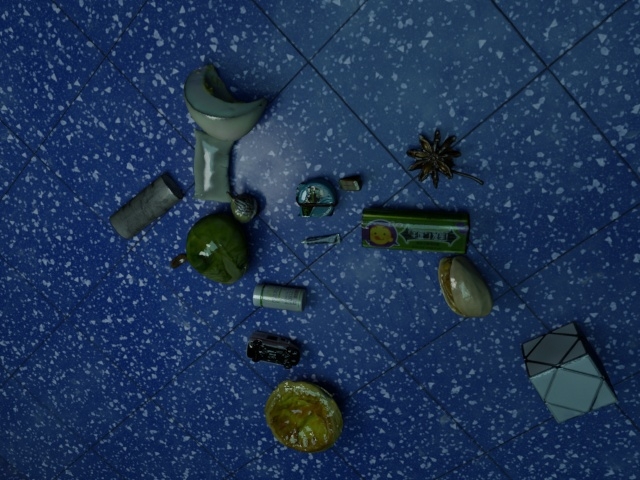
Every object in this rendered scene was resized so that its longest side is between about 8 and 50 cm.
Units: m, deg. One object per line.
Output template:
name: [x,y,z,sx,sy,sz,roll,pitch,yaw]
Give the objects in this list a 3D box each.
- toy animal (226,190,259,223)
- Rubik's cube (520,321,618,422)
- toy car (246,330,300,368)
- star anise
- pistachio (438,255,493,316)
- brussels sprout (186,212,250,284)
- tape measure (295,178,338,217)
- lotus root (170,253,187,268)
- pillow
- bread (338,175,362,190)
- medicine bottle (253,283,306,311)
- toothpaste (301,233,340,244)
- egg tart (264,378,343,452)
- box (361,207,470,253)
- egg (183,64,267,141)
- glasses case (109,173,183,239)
toy animal: [-0.265,-0.125,1.864,0.098,0.098,0.137,-9,128,17]
Rubik's cube: [0.808,0.430,1.771,0.207,0.205,0.205,-30,102,21]
toy car: [-0.174,0.412,2.058,0.209,0.108,0.090,10,111,5]
star anise: [0.370,-0.227,1.678,0.177,0.073,0.234,-32,85,15]
pistachio: [0.475,0.153,1.777,0.157,0.157,0.230,-29,97,22]
brussels sprout: [-0.354,0.038,1.897,0.219,0.210,0.271,-30,119,1]
tape measure: [-0.013,-0.141,1.807,0.145,0.081,0.125,2,115,12]
lotus root: [-0.538,0.078,2.048,0.083,0.030,0.037,-30,101,21]
pillow: [-0.363,-0.251,1.850,0.144,0.078,0.254,7,114,0]
bread: [0.110,-0.189,1.776,0.109,0.062,0.043,11,120,56]
medicine bottle: [-0.147,0.209,1.977,0.183,0.086,0.086,7,113,11]
toothpaste: [0.000,0.000,1.893,0.139,0.021,0.037,-5,109,14]
egg tart: [-0.059,0.678,2.120,0.340,0.132,0.342,5,114,11]
box: [0.309,-0.033,1.766,0.345,0.097,0.134,3,121,12]
egg: [-0.313,-0.406,1.720,0.270,0.206,0.162,25,147,12]
glasses case: [-0.639,-0.119,1.977,0.299,0.060,0.114,-32,99,22]
